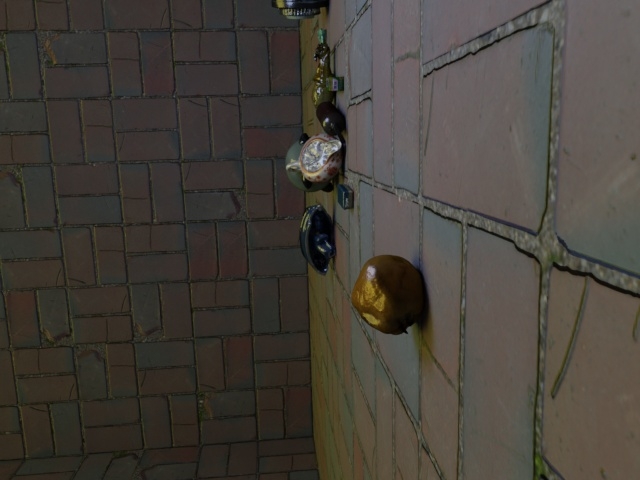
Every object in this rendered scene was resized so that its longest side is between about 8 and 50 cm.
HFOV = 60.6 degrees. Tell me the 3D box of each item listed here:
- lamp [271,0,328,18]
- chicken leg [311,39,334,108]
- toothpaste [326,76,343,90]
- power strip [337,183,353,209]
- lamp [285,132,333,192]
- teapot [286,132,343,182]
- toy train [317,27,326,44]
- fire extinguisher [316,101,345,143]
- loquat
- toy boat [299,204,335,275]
[{"bbox_3d":[-0.078,-0.923,1.922,0.272,0.204,0.374,99,158,-46],"label":"lamp"},{"bbox_3d":[0.007,-0.554,1.858,0.103,0.088,0.228,-51,-41,-74],"label":"chicken leg"},{"bbox_3d":[0.044,-0.494,1.731,0.178,0.037,0.043,-110,17,-73],"label":"toothpaste"},{"bbox_3d":[0.073,-0.129,1.612,0.123,0.032,0.056,-111,19,-73],"label":"power strip"},{"bbox_3d":[-0.026,-0.263,1.956,0.244,0.197,0.198,21,-115,-71],"label":"lamp"},{"bbox_3d":[-0.007,-0.260,1.762,0.116,0.245,0.159,-4,-105,-55],"label":"teapot"},{"bbox_3d":[0.009,-0.752,2.069,0.045,0.029,0.092,-142,44,-62],"label":"toy train"},{"bbox_3d":[0.038,-0.370,1.715,0.089,0.072,0.268,60,-174,-24],"label":"fire extinguisher"},{"bbox_3d":[0.113,0.091,0.901,0.137,0.112,0.137,-29,56,56],"label":"loquat"},{"bbox_3d":[0.000,0.000,2.075,0.142,0.129,0.309,29,133,43],"label":"toy boat"}]
